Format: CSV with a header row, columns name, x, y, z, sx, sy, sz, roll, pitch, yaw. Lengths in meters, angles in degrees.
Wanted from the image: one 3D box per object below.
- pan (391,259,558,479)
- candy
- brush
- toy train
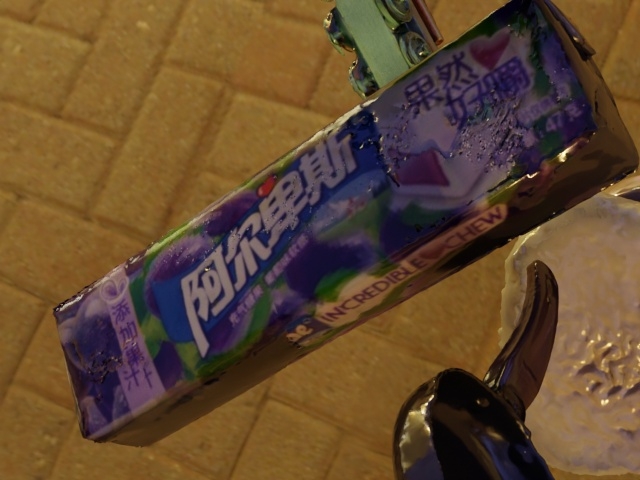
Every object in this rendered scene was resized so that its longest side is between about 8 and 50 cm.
name,x,y,z,sx,sy,sz,roll,pitch,yaw
pan,0.073,0.075,0.490,0.040,0.115,0.212,-29,23,27
candy,0.000,0.000,0.594,0.312,0.061,0.088,-33,63,22
brush,0.241,0.057,0.688,0.266,0.166,0.174,12,98,17
toy train,0.055,-0.189,1.003,0.074,0.118,0.176,-29,89,35
